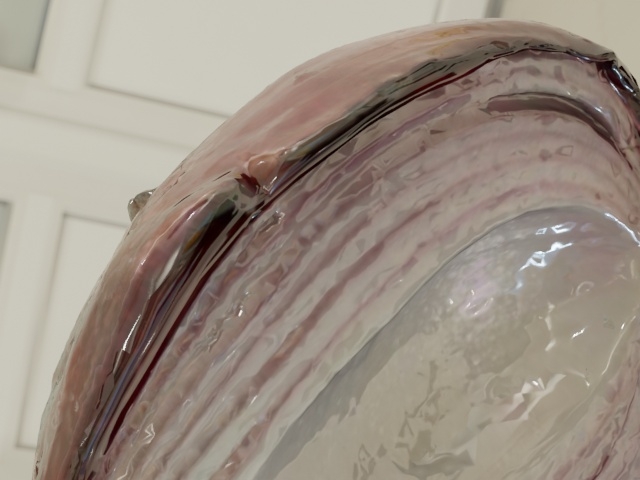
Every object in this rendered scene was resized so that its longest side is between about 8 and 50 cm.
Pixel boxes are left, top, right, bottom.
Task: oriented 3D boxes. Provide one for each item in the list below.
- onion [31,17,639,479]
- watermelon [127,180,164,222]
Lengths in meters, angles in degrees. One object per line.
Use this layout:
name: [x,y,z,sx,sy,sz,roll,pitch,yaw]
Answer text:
onion: [-0.013,0.053,0.596,0.120,0.283,0.227,27,141,47]
watermelon: [0.018,0.012,0.946,0.136,0.202,0.207,-113,23,-44]
